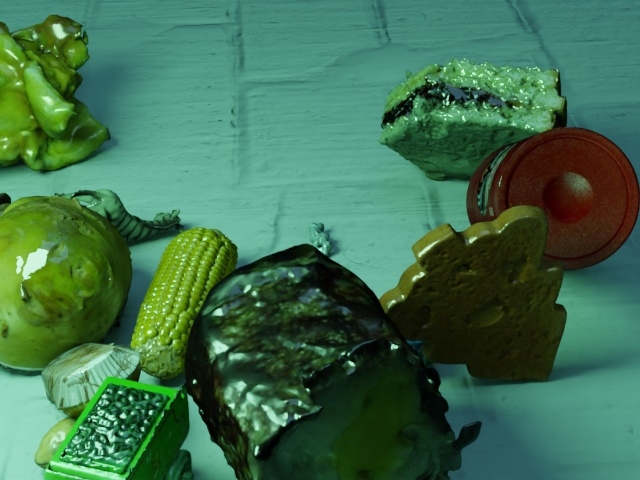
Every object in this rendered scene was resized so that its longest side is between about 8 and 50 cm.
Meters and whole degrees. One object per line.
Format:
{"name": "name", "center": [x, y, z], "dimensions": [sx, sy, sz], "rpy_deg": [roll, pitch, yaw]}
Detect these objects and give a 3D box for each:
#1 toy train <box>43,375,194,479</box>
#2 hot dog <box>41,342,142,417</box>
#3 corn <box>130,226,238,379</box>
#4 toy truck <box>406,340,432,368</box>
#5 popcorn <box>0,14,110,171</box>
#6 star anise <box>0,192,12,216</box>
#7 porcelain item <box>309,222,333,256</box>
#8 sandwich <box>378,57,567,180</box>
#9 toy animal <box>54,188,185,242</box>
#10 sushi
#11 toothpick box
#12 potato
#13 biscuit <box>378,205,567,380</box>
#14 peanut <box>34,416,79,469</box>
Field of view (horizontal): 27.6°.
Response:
{"name": "toy train", "center": [-0.240, 0.281, 1.581], "dimensions": [0.132, 0.188, 0.243], "rpy_deg": [10, 34, 13]}
{"name": "hot dog", "center": [-0.315, 0.185, 1.763], "dimensions": [0.131, 0.069, 0.253], "rpy_deg": [-30, 9, -21]}
{"name": "corn", "center": [-0.202, 0.085, 1.961], "dimensions": [0.119, 0.119, 0.322], "rpy_deg": [4, 37, 8]}
{"name": "toy truck", "center": [0.092, 0.138, 1.921], "dimensions": [0.081, 0.067, 0.175], "rpy_deg": [-22, 34, -39]}
{"name": "popcorn", "center": [-0.545, -0.244, 2.375], "dimensions": [0.290, 0.326, 0.321], "rpy_deg": [-37, 42, 21]}
{"name": "star anise", "center": [-0.579, 0.005, 2.107], "dimensions": [0.315, 0.108, 0.315], "rpy_deg": [-1, 36, 1]}
{"name": "porcelain item", "center": [0.000, 0.000, 2.172], "dimensions": [0.036, 0.028, 0.083], "rpy_deg": [-19, 34, 3]}
{"name": "sandwich", "center": [0.263, -0.196, 2.254], "dimensions": [0.325, 0.262, 0.131], "rpy_deg": [8, 69, 14]}
{"name": "toy animal", "center": [-0.338, -0.040, 2.151], "dimensions": [0.176, 0.217, 0.073], "rpy_deg": [-9, 69, 15]}
{"name": "sushi", "center": [-0.001, 0.201, 1.616], "dimensions": [0.281, 0.299, 0.294], "rpy_deg": [-38, 38, -5]}
{"name": "toothpick box", "center": [0.340, -0.060, 1.964], "dimensions": [0.204, 0.204, 0.333], "rpy_deg": [-1, 1, 0]}
{"name": "potato", "center": [-0.391, 0.027, 1.922], "dimensions": [0.246, 0.196, 0.299], "rpy_deg": [15, 43, -11]}
{"name": "biscuit", "center": [0.231, 0.093, 1.807], "dimensions": [0.284, 0.306, 0.043], "rpy_deg": [-34, 31, 12]}
{"name": "peanut", "center": [-0.295, 0.258, 1.724], "dimensions": [0.174, 0.080, 0.080], "rpy_deg": [-21, 37, -23]}
